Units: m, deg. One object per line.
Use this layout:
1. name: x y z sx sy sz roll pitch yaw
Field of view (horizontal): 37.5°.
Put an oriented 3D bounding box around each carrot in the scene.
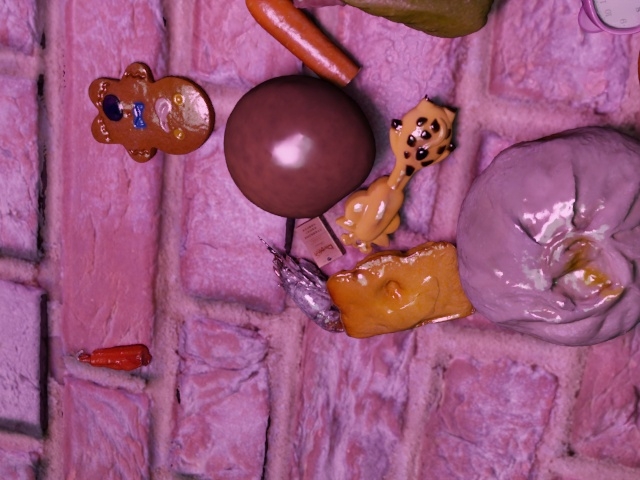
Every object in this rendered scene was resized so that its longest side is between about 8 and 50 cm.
1. carrot: -0.034 -0.332 1.516 0.225 0.067 0.067 42 116 -3

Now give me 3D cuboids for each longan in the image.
1. longan: -0.031 -0.146 1.504 0.248 0.248 0.248 6 112 15

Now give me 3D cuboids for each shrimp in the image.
1. shrimp: -0.029 0.072 1.667 0.233 0.079 0.090 45 153 2

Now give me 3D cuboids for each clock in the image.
1. clock: 0.421 -0.369 1.366 0.110 0.050 0.152 -7 107 20

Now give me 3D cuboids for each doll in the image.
1. doll: 0.126 -0.103 1.542 0.117 0.086 0.291 24 115 -12

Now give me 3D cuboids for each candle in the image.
1. candle: -0.414 0.232 1.862 0.162 0.048 0.053 -5 79 21

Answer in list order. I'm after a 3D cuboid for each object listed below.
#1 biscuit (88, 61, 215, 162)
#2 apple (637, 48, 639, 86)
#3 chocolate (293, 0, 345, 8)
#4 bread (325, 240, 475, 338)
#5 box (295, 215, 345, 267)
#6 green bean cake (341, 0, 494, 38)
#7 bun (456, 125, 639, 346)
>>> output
1. biscuit: -0.300 -0.223 1.661 0.236 0.039 0.179 4 110 14
2. apple: 0.563 -0.255 1.248 0.302 0.301 0.301 6 112 15
3. chocolate: -0.009 -0.493 1.392 0.112 0.112 0.321 0 120 13
4. bread: 0.133 0.078 1.593 0.233 0.088 0.160 -15 115 7
5. box: 0.000 0.000 1.655 0.053 0.024 0.083 -27 101 25
6. green bean cake: 0.148 -0.412 1.345 0.248 0.125 0.222 19 107 -22
7. bun: 0.381 0.002 1.432 0.362 0.211 0.361 3 107 10
